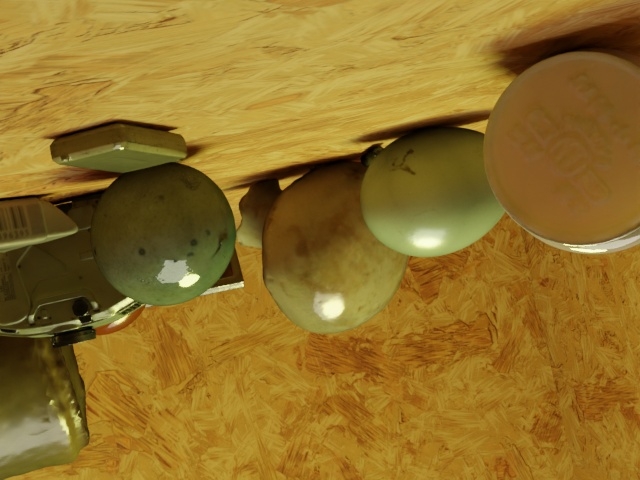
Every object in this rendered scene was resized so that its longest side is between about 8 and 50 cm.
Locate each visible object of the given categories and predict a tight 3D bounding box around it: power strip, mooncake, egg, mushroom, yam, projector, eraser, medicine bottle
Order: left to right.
[{"bbox_3d":[-0.441,-0.008,1.401,0.089,0.061,0.352,-13,180,37],"label":"eraser"},{"bbox_3d":[-0.533,0.197,1.982,0.246,0.394,0.393,-17,-152,-17],"label":"mooncake"},{"bbox_3d":[-0.356,0.046,1.618,0.269,0.193,0.088,-13,178,3],"label":"projector"},{"bbox_3d":[-0.183,-0.086,1.111,0.076,0.028,0.169,-13,177,14],"label":"power strip"},{"bbox_3d":[-0.185,-0.007,1.398,0.169,0.169,0.236,-12,180,-16],"label":"egg"},{"bbox_3d":[0.000,0.000,2.003,0.290,0.297,0.297,23,-157,40],"label":"mushroom"},{"bbox_3d":[0.087,-0.130,1.854,0.033,0.027,0.129,27,176,-6],"label":"yam"},{"bbox_3d":[0.175,-0.074,1.717,0.264,0.183,0.183,-20,-177,-34],"label":"egg"},{"bbox_3d":[0.297,-0.094,1.273,0.213,0.213,0.379,-13,178,18],"label":"medicine bottle"}]

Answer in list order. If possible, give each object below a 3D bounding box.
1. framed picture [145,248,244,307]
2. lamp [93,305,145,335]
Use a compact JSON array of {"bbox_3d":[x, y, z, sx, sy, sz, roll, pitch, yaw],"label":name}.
[{"bbox_3d":[-0.286,0.025,1.962,0.289,0.211,0.020,-12,138,-6],"label":"framed picture"},{"bbox_3d":[-0.364,0.052,1.788,0.223,0.196,0.223,26,178,1],"label":"lamp"}]
